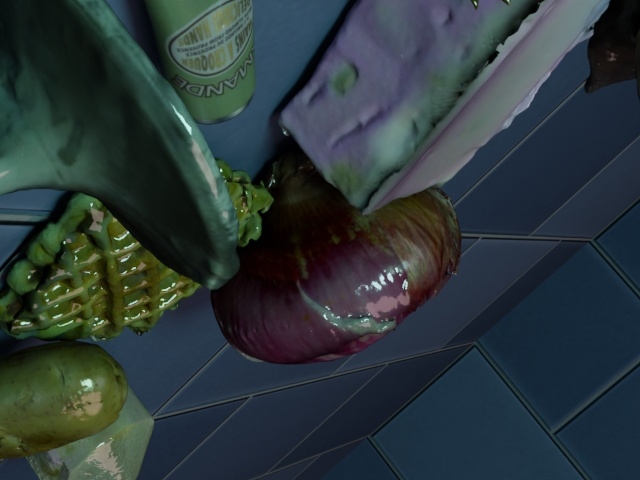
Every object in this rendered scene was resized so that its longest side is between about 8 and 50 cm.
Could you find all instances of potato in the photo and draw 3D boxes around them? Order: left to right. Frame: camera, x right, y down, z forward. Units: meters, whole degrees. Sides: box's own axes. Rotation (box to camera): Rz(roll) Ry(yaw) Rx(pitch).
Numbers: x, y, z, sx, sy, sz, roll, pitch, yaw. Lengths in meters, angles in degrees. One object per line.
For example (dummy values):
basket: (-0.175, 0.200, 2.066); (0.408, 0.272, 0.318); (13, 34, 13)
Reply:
potato: (-0.227, 0.125, 0.877); (0.170, 0.080, 0.107); (-19, 169, 13)

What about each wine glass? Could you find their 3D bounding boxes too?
wine glass: (-0.246, 0.053, 0.440); (0.406, 0.267, 0.267); (-37, 164, -19)

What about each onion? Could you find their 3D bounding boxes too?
onion: (0.000, 0.000, 0.974); (0.230, 0.163, 0.230); (-23, -151, 14)

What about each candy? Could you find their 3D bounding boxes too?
candy: (0.102, -0.146, 0.850); (0.155, 0.116, 0.265); (-24, 157, -50)

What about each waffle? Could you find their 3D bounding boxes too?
waffle: (-0.141, 0.012, 0.865); (0.214, 0.054, 0.208); (-42, 160, 23)

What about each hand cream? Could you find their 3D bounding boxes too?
hand cream: (-0.069, -0.142, 0.632); (0.086, 0.055, 0.235); (-36, 156, -19)

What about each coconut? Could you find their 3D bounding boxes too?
coconut: (-0.209, 0.175, 1.029); (0.116, 0.122, 0.116); (-36, 163, -12)

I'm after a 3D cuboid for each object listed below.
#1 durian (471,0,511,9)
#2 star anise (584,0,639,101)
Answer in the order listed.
durian: (0.097, -0.215, 0.622); (0.252, 0.139, 0.144); (-29, 173, -30)
star anise: (0.297, -0.221, 0.834); (0.108, 0.315, 0.315); (22, 125, -32)
